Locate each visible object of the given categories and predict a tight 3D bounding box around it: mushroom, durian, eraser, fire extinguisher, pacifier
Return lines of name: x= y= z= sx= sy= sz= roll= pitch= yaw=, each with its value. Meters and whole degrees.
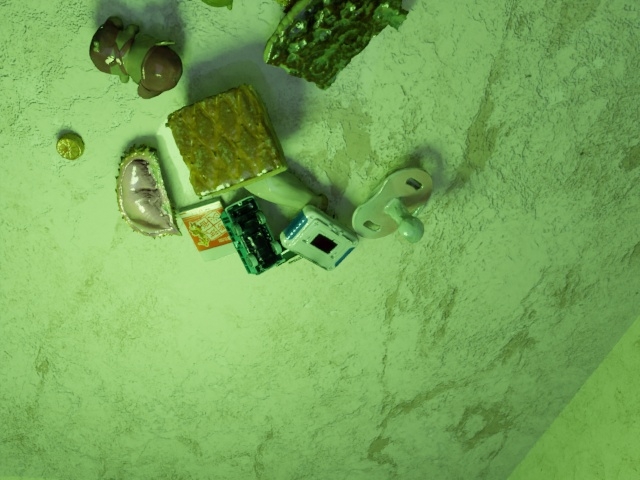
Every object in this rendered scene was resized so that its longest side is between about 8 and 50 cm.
mushroom: x=-0.127 y=-0.176 z=1.707 sx=0.350 sy=0.128 sz=0.128 roll=28 pitch=117 yaw=-27
durian: x=-0.591 y=-0.163 z=1.678 sx=0.191 sy=0.112 sz=0.341 roll=-7 pitch=116 yaw=10
eraser: x=-0.397 y=-0.036 z=1.817 sx=0.157 sy=0.038 sz=0.230 roll=-16 pitch=123 yaw=5
fire extinguisher: x=-0.058 y=-0.007 z=1.842 sx=0.295 sy=0.093 sz=0.118 roll=-28 pitch=80 yaw=11
pacifier: x=0.263 y=-0.110 z=1.737 sx=0.220 sy=0.273 sz=0.332 roll=40 pitch=112 yaw=-9

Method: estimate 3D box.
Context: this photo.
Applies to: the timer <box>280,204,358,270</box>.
timer: x=0.000 y=0.000 z=1.750 sx=0.253 sy=0.078 sz=0.178 roll=30 pitch=113 yaw=-32

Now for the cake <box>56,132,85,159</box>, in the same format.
cake: x=-0.804 y=-0.302 z=1.595 sx=0.084 sy=0.044 sz=0.084 roll=-2 pitch=123 yaw=-3

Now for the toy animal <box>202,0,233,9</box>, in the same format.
toy animal: x=-0.385 y=-0.730 z=1.287 sx=0.363 sy=0.180 sz=0.181 roll=12 pitch=115 yaw=-6

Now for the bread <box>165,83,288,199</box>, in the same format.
bread: x=-0.274 y=-0.296 z=1.511 sx=0.279 sy=0.207 sz=0.278 roll=-23 pitch=93 yaw=5

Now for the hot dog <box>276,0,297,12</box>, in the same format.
hot dog: x=-0.037 y=-0.693 z=1.380 sx=0.213 sy=0.103 sz=0.146 roll=12 pitch=119 yaw=-18

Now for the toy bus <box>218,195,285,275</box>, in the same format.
toy bus: x=-0.245 y=-0.015 z=1.736 sx=0.128 sy=0.147 sz=0.255 roll=-29 pitch=98 yaw=-25

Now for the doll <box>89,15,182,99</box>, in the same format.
doll: x=-0.520 y=-0.515 z=1.422 sx=0.256 sy=0.152 sz=0.196 roll=22 pitch=152 yaw=-2

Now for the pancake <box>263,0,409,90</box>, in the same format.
pancake: x=0.050 y=-0.611 z=1.419 sx=0.427 sy=0.066 sz=0.305 roll=-36 pitch=149 yaw=18
